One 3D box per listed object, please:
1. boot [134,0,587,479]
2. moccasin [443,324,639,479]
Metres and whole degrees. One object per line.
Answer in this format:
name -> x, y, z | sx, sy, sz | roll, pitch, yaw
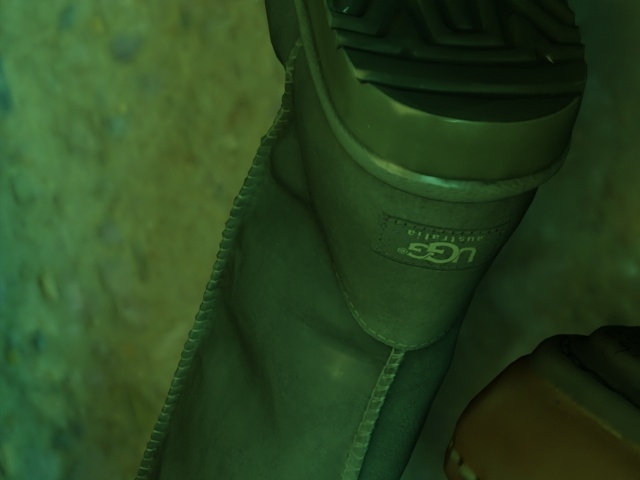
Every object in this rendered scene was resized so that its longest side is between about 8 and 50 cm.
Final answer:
boot -> -0.002, -0.001, 0.455 | 0.076, 0.190, 0.208 | 7, 133, -5
moccasin -> 0.151, 0.179, 0.374 | 0.147, 0.139, 0.380 | -42, 85, 18
